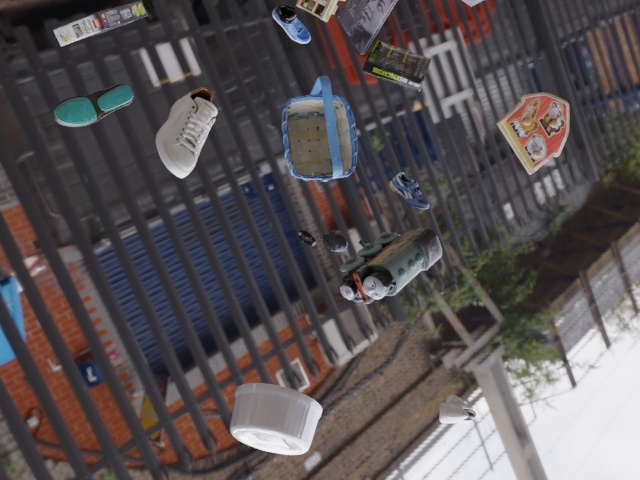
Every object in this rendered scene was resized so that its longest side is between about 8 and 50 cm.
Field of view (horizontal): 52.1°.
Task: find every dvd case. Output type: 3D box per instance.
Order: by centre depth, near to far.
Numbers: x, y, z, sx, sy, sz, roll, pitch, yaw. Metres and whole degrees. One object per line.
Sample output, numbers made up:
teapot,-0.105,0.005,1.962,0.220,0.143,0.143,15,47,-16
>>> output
dvd case,0.135,-0.678,1.892,0.018,0.165,0.221,-10,151,-37

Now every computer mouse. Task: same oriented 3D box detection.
computer mouse,0.000,0.000,2.351,0.242,0.071,0.041,8,-151,44

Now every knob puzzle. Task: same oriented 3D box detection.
knob puzzle,0.572,-0.294,1.684,0.213,0.213,0.030,-25,-165,-12

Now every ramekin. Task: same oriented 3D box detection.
ramekin,-0.142,0.550,1.993,0.277,0.277,0.135,-15,-132,39

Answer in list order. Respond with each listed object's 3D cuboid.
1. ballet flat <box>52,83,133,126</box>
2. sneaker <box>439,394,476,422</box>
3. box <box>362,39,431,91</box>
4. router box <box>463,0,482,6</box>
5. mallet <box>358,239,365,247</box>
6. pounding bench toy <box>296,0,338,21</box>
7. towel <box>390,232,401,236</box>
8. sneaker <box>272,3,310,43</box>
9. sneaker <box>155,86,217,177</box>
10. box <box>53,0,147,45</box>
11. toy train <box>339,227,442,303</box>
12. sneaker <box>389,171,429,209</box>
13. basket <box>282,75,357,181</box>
ballet flat,-0.734,-0.426,2.107,0.280,0.095,0.096,-28,-164,-35
sneaker,0.404,0.494,1.887,0.094,0.080,0.212,-2,175,20
box,0.234,-0.532,1.983,0.184,0.045,0.191,18,-142,4
router box,0.473,-0.797,2.065,0.122,0.038,0.092,18,164,-33
mallet,0.207,0.074,2.420,0.062,0.189,0.039,-47,176,-41
pounding bench toy,-0.005,-0.462,1.266,0.052,0.065,0.083,-61,176,17
towel,0.243,0.030,2.226,0.023,0.113,0.152,15,-179,21
sneaker,-0.087,-0.704,2.127,0.058,0.152,0.084,-49,-165,-6
sneaker,-0.317,-0.278,1.583,0.123,0.106,0.290,-32,-140,27
box,-0.468,-0.470,1.409,0.114,0.036,0.207,-13,-157,18
toy train,0.201,0.068,1.873,0.190,0.142,0.334,-7,-161,46
sneaker,0.277,-0.151,1.989,0.059,0.144,0.053,-56,166,28
basket,0.000,-0.281,1.737,0.200,0.255,0.289,-6,-179,-8
